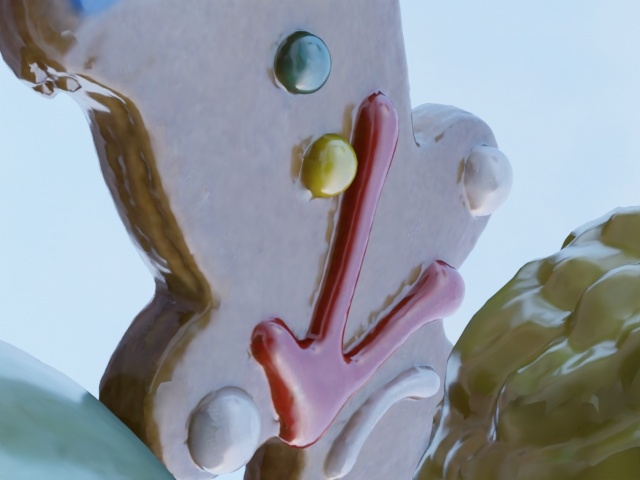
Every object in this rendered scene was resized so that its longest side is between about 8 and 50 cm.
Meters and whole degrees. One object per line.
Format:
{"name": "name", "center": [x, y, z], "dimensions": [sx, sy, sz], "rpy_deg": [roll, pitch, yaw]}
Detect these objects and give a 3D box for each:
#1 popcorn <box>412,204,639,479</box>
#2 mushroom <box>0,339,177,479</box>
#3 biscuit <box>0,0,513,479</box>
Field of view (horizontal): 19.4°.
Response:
{"name": "popcorn", "center": [0.108, 0.048, 0.386], "dimensions": [0.180, 0.170, 0.180], "rpy_deg": [-11, -106, 46]}
{"name": "mushroom", "center": [-0.133, 0.184, 0.566], "dimensions": [0.352, 0.260, 0.352], "rpy_deg": [43, -37, 45]}
{"name": "biscuit", "center": [0.002, 0.001, 0.672], "dimensions": [0.049, 0.205, 0.324], "rpy_deg": [19, -49, 38]}
